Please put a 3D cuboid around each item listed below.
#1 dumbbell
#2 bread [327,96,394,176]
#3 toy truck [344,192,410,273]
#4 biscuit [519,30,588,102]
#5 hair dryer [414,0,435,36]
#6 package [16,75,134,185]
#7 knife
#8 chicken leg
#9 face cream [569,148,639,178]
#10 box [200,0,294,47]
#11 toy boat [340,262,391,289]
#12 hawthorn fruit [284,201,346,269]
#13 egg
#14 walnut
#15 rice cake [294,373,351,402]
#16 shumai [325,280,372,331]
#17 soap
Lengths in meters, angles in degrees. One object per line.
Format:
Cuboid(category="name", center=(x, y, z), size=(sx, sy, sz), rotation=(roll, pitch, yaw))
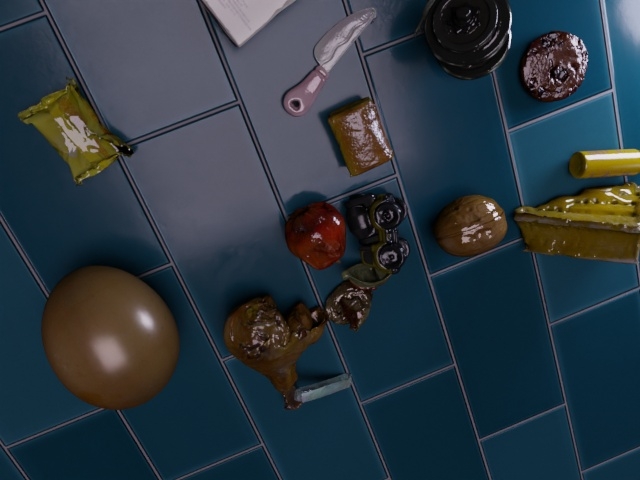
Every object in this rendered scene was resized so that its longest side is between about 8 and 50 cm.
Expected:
Cuboid(category="dumbbell", center=(0.355, -0.493, 1.249), size=(0.192, 0.290, 0.192), rotation=(1, 94, 21))
Cuboid(category="bread", center=(0.103, -0.269, 1.358), size=(0.132, 0.103, 0.172), rotation=(-24, 111, 4))
Cuboid(category="toy truck", center=(0.154, -0.020, 1.432), size=(0.165, 0.147, 0.224), rotation=(-4, 100, 16))
Cuboid(category="biscuit", center=(0.633, -0.470, 1.419), size=(0.192, 0.049, 0.192), rotation=(-3, 104, -11))
Cuboid(category="hair dryer", center=(0.268, -0.637, 1.307), size=(0.199, 0.067, 0.167), rotation=(-37, 102, 19))
Cuboid(category="package", center=(-0.578, -0.255, 1.246), size=(0.168, 0.090, 0.226), rotation=(-34, 113, -1))
Cuboid(category="knife", center=(0.016, -0.459, 1.324), size=(0.081, 0.043, 0.336), rotation=(36, 92, -12))
Cuboid(category="chicken leg", center=(-0.093, 0.316, 1.502), size=(0.295, 0.182, 0.409), rotation=(-29, 120, -17))
Cuboid(category="face cream", center=(0.868, -0.225, 1.527), size=(0.273, 0.078, 0.078), rotation=(-4, 109, -9))
Cuboid(category="box", center=(-0.098, -0.590, 1.152), size=(0.341, 0.225, 0.143), rotation=(-39, 113, 5))
Cuboid(category="toy boat", center=(0.140, 0.097, 1.495), size=(0.185, 0.089, 0.071), rotation=(-10, 149, -18))
Cuboid(category="hawthorn fruit", center=(-0.010, -0.009, 1.397), size=(0.174, 0.173, 0.179), rotation=(-5, 108, -9))
Cuboid(category="egg", center=(-0.518, 0.240, 1.307), size=(0.301, 0.301, 0.374), rotation=(-27, 111, -1))
Cuboid(category="walnut", center=(0.416, -0.041, 1.463), size=(0.207, 0.167, 0.167), rotation=(-23, 111, 0))
Cuboid(category="rice cake", center=(0.012, 0.440, 1.572), size=(0.211, 0.034, 0.043), rotation=(-4, 111, -40))
Cuboid(category="shumai", center=(0.093, 0.184, 1.520), size=(0.139, 0.105, 0.123), rotation=(-44, 109, -22))
Cuboid(category="soap", center=(0.781, -0.075, 1.582), size=(0.339, 0.304, 0.169), rotation=(8, 119, 28))
